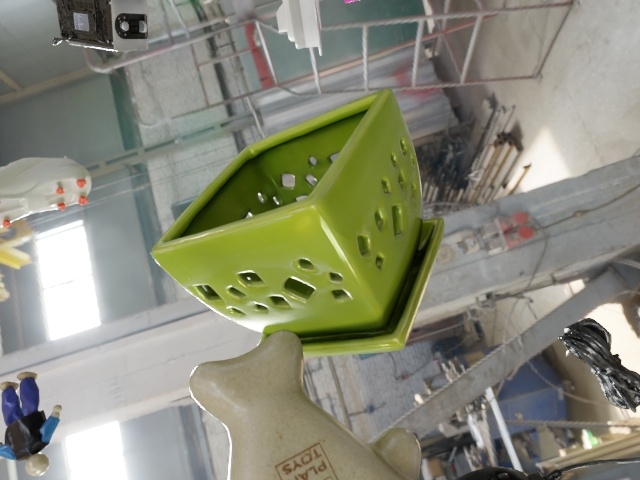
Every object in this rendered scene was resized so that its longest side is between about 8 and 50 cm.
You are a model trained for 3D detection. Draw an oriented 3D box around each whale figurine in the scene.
[{"bbox_3d":[-0.016,0.218,0.443,0.272,0.216,0.141,60,157,18],"label":"whale figurine"}]

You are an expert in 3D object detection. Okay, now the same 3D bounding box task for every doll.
[{"bbox_3d":[-0.525,0.330,0.952,0.189,0.129,0.046,58,171,31],"label":"doll"}]

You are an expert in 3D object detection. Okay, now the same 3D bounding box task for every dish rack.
[{"bbox_3d":[-0.047,-0.482,0.889,0.333,0.072,0.286,-93,-4,-56],"label":"dish rack"}]

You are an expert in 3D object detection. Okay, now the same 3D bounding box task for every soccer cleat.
[{"bbox_3d":[-0.373,-0.057,0.624,0.076,0.196,0.068,40,130,28],"label":"soccer cleat"}]

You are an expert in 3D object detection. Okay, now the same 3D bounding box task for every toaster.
[{"bbox_3d":[-0.418,-0.452,1.007,0.110,0.185,0.168,-30,-49,-55],"label":"toaster"}]

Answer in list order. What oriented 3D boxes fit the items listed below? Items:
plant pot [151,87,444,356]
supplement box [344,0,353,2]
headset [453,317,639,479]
[{"bbox_3d":[0.000,0.000,0.586,0.207,0.227,0.228,56,-139,-25],"label":"plant pot"},{"bbox_3d":[0.118,-0.511,0.896,0.220,0.114,0.111,-54,-46,-33],"label":"supplement box"},{"bbox_3d":[0.186,0.266,0.450,0.185,0.394,0.243,49,157,-20],"label":"headset"}]
